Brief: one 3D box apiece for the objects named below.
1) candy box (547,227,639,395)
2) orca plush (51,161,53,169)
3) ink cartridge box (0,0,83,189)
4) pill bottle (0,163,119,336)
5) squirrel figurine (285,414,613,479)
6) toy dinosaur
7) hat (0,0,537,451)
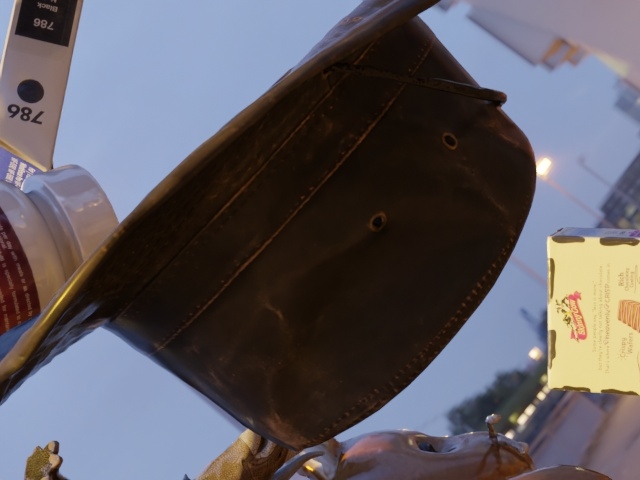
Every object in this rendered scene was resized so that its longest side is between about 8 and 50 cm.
[{"bbox_3d":[0.343,0.071,1.247,0.071,0.233,0.159,-21,-68,-66],"label":"candy box"},{"bbox_3d":[-0.388,-0.045,1.479,0.102,0.151,0.287,-22,-48,-39],"label":"orca plush"},{"bbox_3d":[-0.251,-0.145,1.112,0.165,0.065,0.332,135,143,-63],"label":"ink cartridge box"},{"bbox_3d":[-0.251,0.029,0.865,0.221,0.121,0.121,-23,-26,-30],"label":"pill bottle"},{"bbox_3d":[0.019,0.266,0.763,0.397,0.281,0.370,-34,25,5],"label":"squirrel figurine"},{"bbox_3d":[-0.148,0.203,0.798,0.313,0.160,0.121,-30,45,37],"label":"toy dinosaur"},{"bbox_3d":[0.000,0.000,0.562,0.331,0.134,0.331,-41,7,6],"label":"hat"}]
